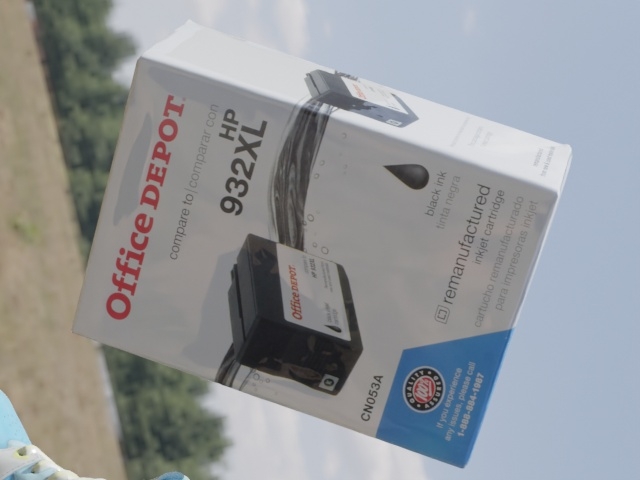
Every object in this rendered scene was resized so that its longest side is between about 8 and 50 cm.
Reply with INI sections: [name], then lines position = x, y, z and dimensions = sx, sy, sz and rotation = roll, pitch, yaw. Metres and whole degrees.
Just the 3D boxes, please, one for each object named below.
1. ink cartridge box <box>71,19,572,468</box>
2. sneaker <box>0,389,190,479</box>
[ink cartridge box]
position = 0.000, 0.000, 1.332
dimensions = 0.129, 0.308, 0.223
rotation = -55, 162, -69
[sneaker]
position = -0.176, 0.206, 1.418
dimensions = 0.127, 0.208, 0.319
rotation = 38, 21, -55
